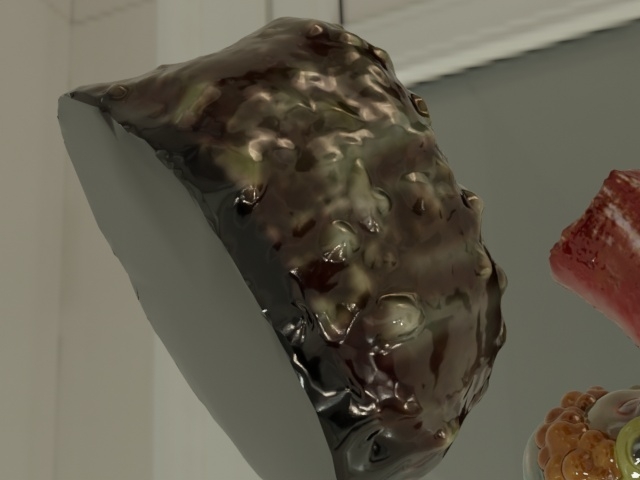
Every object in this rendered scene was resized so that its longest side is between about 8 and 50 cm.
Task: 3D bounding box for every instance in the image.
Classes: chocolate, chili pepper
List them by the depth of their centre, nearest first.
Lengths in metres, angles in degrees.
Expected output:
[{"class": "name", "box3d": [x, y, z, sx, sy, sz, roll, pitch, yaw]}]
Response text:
[{"class": "chocolate", "box3d": [0.000, 0.000, 1.083, 0.210, 0.340, 0.225, -32, -178, -25]}, {"class": "chili pepper", "box3d": [0.330, 0.089, 1.240, 0.131, 0.338, 0.134, 7, 124, -47]}]

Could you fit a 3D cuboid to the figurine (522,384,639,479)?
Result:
[{"class": "figurine", "box3d": [0.384, 0.223, 1.588, 0.224, 0.205, 0.381, -21, 180, -43]}]
